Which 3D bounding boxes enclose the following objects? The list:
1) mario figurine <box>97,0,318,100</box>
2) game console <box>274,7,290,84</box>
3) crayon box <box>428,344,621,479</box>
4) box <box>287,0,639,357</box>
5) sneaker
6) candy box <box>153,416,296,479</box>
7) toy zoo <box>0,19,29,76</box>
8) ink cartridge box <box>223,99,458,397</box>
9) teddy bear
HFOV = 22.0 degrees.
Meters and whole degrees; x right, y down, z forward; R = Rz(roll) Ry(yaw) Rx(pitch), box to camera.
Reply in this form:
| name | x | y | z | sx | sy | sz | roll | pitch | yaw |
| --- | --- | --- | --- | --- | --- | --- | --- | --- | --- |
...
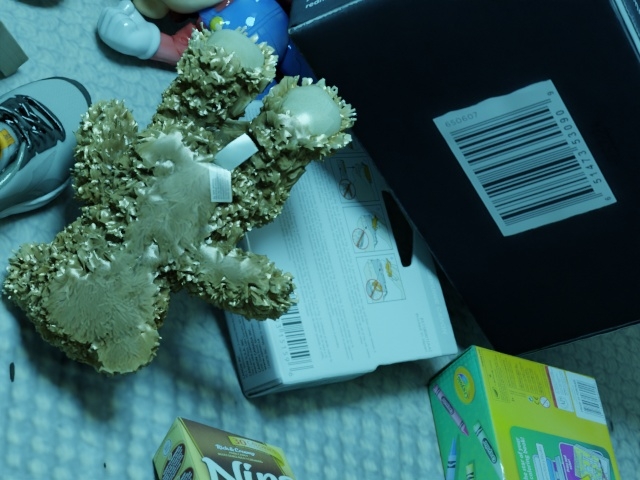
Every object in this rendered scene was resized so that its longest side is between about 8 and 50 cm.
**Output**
| name | x | y | z | sx | sy | sz | roll | pitch | yaw |
| --- | --- | --- | --- | --- | --- | --- | --- | --- | --- |
| mario figurine | -0.091 | -0.227 | 1.665 | 0.320 | 0.170 | 0.198 | 48 | 40 | -1 |
| game console | 0.056 | -0.165 | 1.841 | 0.361 | 0.044 | 0.213 | 50 | 39 | 3 |
| crayon box | 0.211 | 0.251 | 1.596 | 0.165 | 0.081 | 0.278 | 17 | 48 | -31 |
| box | 0.217 | -0.226 | 1.690 | 0.480 | 0.297 | 0.472 | 55 | 28 | -35 |
| sneaker | -0.270 | -0.075 | 1.423 | 0.100 | 0.108 | 0.271 | 43 | 38 | -2 |
| candy box | -0.063 | 0.227 | 1.339 | 0.109 | 0.053 | 0.187 | 21 | 19 | -28 |
| toy zoo | -0.376 | -0.284 | 1.467 | 0.293 | 0.030 | 0.192 | 50 | -5 | 5 |
| ink cartridge box | 0.000 | 0.000 | 1.588 | 0.239 | 0.060 | 0.275 | -4 | 75 | -44 |
| teddy bear | -0.118 | -0.033 | 1.432 | 0.245 | 0.113 | 0.338 | 21 | 77 | -3 |
